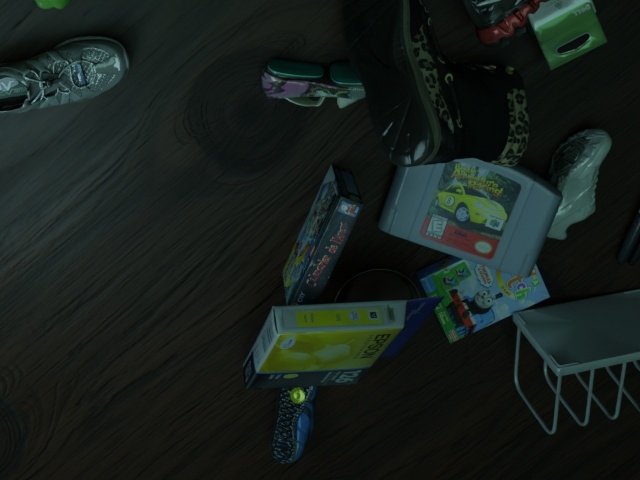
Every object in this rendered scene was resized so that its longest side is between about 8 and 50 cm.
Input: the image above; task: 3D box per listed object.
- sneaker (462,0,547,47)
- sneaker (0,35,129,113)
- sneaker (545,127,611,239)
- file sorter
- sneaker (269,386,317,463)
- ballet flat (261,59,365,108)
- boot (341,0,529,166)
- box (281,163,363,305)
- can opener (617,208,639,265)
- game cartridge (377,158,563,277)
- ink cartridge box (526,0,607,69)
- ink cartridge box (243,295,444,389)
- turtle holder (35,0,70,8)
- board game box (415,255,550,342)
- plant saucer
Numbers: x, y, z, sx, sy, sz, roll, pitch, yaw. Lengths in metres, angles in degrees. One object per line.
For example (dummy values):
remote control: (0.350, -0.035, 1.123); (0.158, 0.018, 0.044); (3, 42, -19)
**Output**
sneaker: (0.335, -0.434, 1.641); (0.276, 0.098, 0.135); (-39, 115, 16)
sneaker: (-0.444, -0.250, 1.687); (0.281, 0.115, 0.105); (-17, 116, 1)
sneaker: (0.465, -0.099, 1.898); (0.115, 0.090, 0.232); (21, 120, -23)
file sorter: (0.528, 0.230, 1.975); (0.277, 0.193, 0.173); (-10, 120, -12)
sneaker: (-0.043, 0.333, 2.045); (0.069, 0.082, 0.209); (17, 99, 25)
ballet flat: (0.010, -0.263, 1.771); (0.221, 0.077, 0.079); (1, 133, -3)
boot: (0.195, -0.288, 1.717); (0.284, 0.377, 0.138); (3, 155, -42)
box: (0.000, 0.000, 1.835); (0.044, 0.159, 0.233); (19, 111, -15)
can opener: (0.610, -0.030, 1.956); (0.059, 0.073, 0.186); (14, 121, -22)
game cartridge: (0.267, -0.064, 1.856); (0.294, 0.060, 0.196); (18, 111, 2)
ink cartridge box: (0.389, -0.407, 1.749); (0.109, 0.062, 0.209); (-27, 114, 7)
ink cartridge box: (0.036, 0.190, 1.864); (0.307, 0.072, 0.304); (0, 154, -14)
turtle holder: (-0.442, -0.525, 1.519); (0.227, 0.243, 0.320); (-19, 148, 16)
board game box: (0.309, 0.084, 1.979); (0.211, 0.039, 0.160); (-26, 115, 4)
plant saucer: (0.105, 0.124, 1.978); (0.168, 0.029, 0.168); (-3, 116, -6)
